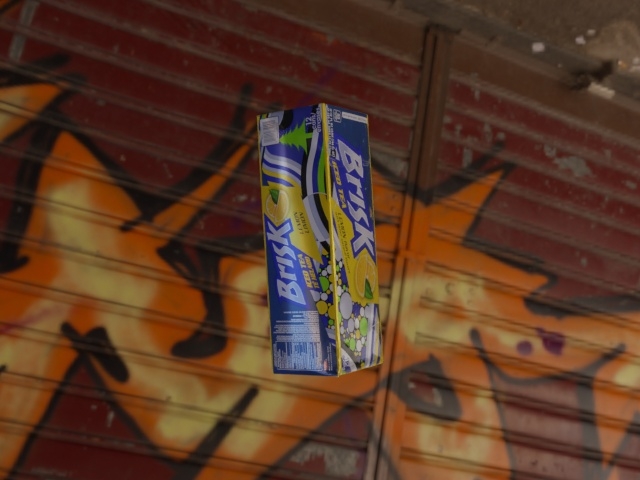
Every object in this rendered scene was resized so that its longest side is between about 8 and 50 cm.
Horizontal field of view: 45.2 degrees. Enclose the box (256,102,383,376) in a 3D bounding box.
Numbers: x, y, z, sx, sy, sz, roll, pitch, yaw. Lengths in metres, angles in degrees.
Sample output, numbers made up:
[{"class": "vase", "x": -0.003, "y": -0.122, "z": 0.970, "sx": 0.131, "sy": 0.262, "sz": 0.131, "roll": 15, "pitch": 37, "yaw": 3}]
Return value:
[{"class": "box", "x": 0.000, "y": 0.000, "z": 0.500, "sx": 0.054, "sy": 0.168, "sz": 0.059, "roll": -4, "pitch": 178, "yaw": 33}]
